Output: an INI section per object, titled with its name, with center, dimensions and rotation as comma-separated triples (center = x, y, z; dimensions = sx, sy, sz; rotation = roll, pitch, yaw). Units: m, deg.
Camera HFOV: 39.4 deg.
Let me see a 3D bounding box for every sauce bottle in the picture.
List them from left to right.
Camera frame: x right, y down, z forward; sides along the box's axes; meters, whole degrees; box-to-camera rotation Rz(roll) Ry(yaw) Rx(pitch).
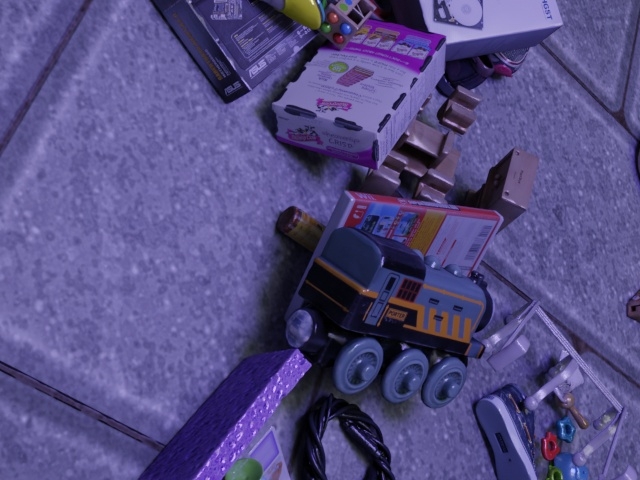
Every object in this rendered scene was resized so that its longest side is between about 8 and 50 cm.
[sauce bottle]
center = 0.000, 0.000, 1.222
dimensions = 0.128, 0.042, 0.042
rotation = 34, 59, -30

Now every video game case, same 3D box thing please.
[video game case]
center = 0.105, 0.036, 1.219
dimensions = 0.285, 0.204, 0.025
rotation = 5, 31, -39

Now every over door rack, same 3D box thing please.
[over door rack]
center = 0.337, 0.225, 1.302
dimensions = 0.239, 0.108, 0.324
rotation = 50, 18, 6

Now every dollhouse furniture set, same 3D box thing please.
[dollhouse furniture set]
center = 0.179, -0.102, 1.364
dimensions = 0.242, 0.161, 0.212
rotation = 25, 61, -7

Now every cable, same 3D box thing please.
[cable]
center = 0.038, 0.290, 1.170
dimensions = 0.151, 0.047, 0.184
rotation = -1, 78, -40

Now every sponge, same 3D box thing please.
[sponge]
center = -0.108, 0.208, 1.026
dimensions = 0.031, 0.117, 0.210
rotation = 54, 52, -16

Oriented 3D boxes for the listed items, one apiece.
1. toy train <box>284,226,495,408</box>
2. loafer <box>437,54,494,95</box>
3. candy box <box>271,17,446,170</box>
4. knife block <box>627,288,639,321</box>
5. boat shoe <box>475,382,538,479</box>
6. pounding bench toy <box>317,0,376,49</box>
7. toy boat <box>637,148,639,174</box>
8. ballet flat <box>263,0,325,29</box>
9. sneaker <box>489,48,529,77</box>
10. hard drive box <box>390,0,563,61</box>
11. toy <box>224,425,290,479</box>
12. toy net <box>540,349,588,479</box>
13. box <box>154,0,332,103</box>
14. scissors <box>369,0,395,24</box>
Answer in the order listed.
[toy train]
center = 0.102, 0.103, 1.161
dimensions = 0.334, 0.142, 0.190
rotation = 18, 102, -43
[loafer]
center = 0.219, -0.392, 1.471
dimensions = 0.109, 0.095, 0.302
rotation = -8, 84, -41
[candy box]
center = 0.059, -0.213, 1.249
dimensions = 0.233, 0.159, 0.071
rotation = -54, 153, -35
[knife block]
center = 0.735, 0.163, 1.749
dimensions = 0.276, 0.088, 0.242
rotation = -33, 99, -41
[boat shoe]
center = 0.307, 0.312, 1.373
dimensions = 0.083, 0.065, 0.183
rotation = -20, 91, -42
[pounding bench toy]
center = 0.021, -0.318, 1.241
dimensions = 0.083, 0.052, 0.065
rotation = 40, 55, -4
[toy boat]
center = 0.742, -0.127, 1.792
dimensions = 0.151, 0.151, 0.231
rotation = -16, 89, -41
[ballet flat]
center = -0.081, -0.368, 1.168
dimensions = 0.077, 0.077, 0.231
rotation = -30, 95, -20
[sneaker]
center = 0.344, -0.427, 1.559
dimensions = 0.121, 0.112, 0.299
rotation = 22, 74, -24
[hard drive box]
center = 0.231, -0.381, 1.378
dimensions = 0.232, 0.089, 0.181
rotation = -14, 83, -20
[toy]
center = -0.052, 0.341, 1.014
dimensions = 0.137, 0.056, 0.237
rotation = -47, 134, -37
[toy net]
center = 0.386, 0.295, 1.460
dimensions = 0.122, 0.045, 0.232
rotation = 11, 69, -35
[box]
center = -0.098, -0.322, 1.218
dimensions = 0.183, 0.056, 0.231
rotation = 53, 51, -15
[scissors]
center = 0.034, -0.365, 1.316
dimensions = 0.297, 0.021, 0.108
rotation = 12, 69, -54
